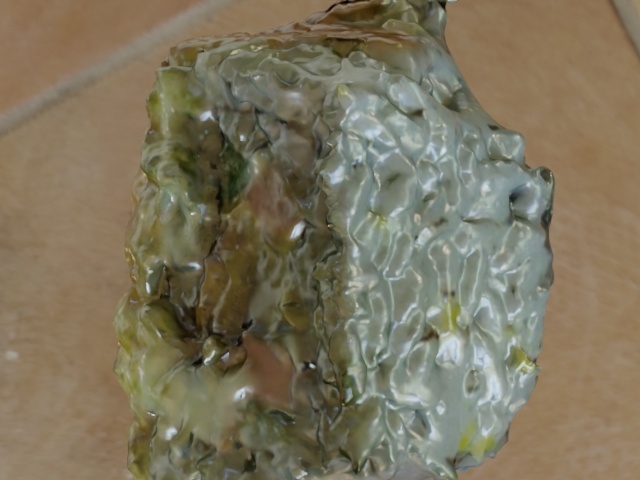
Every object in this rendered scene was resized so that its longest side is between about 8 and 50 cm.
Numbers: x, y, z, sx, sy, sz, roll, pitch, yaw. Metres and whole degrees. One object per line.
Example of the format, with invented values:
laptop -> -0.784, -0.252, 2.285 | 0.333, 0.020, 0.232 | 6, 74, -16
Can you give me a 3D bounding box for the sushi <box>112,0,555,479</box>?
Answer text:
sushi -> 0.000, 0.000, 0.745 | 0.184, 0.139, 0.274 | 5, 95, 44
